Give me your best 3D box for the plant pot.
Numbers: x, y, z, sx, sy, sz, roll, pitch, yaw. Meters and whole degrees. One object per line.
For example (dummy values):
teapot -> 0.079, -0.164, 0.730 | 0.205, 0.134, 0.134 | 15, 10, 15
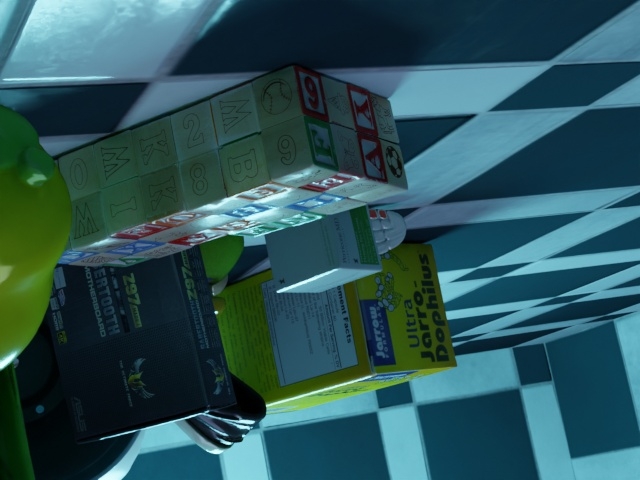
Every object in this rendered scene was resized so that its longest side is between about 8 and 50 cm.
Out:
plant pot -> -0.367, 0.159, 1.560 | 0.272, 0.271, 0.255 | -7, -176, -20

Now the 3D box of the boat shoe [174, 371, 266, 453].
boat shoe -> -0.203, 0.170, 1.787 | 0.113, 0.340, 0.127 | -29, -154, 26

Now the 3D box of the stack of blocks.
stack of blocks -> -0.094, -0.054, 1.136 | 0.297, 0.087, 0.171 | -17, 168, 27

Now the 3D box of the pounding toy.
pounding toy -> -0.180, 0.062, 1.576 | 0.183, 0.110, 0.237 | -8, 168, -13

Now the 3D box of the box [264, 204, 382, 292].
box -> 0.000, 0.000, 1.462 | 0.102, 0.101, 0.087 | -21, 165, 36

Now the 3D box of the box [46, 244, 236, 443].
box -> -0.200, 0.083, 1.341 | 0.183, 0.232, 0.059 | -17, 174, 28

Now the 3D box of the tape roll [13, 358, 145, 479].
tape roll -> -0.400, 0.248, 1.854 | 0.286, 0.286, 0.100 | -14, 169, 16

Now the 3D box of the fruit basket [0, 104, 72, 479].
fruit basket -> -0.316, 0.055, 0.852 | 0.283, 0.392, 0.392 | -7, 168, -20

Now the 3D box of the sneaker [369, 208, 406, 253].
sneaker -> 0.027, -0.013, 1.594 | 0.158, 0.061, 0.065 | -8, -165, -10

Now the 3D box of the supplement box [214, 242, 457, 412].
supplement box -> -0.004, 0.140, 1.916 | 0.356, 0.194, 0.195 | -21, 165, 41
